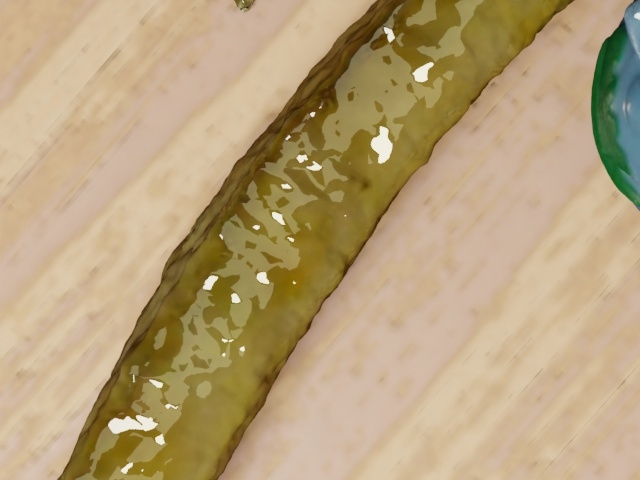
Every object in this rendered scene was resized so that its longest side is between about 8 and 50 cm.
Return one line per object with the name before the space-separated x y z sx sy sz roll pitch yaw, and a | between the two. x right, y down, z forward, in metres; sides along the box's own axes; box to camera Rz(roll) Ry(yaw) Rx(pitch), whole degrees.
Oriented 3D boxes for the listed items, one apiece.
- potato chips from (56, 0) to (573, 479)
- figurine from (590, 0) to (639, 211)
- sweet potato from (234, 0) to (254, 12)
potato chips | 0.000 0.000 0.486 0.080 0.057 0.407 35 92 1
figurine | 0.177 -0.034 0.447 0.178 0.114 0.144 -17 87 -2
sweet potato | -0.065 -0.150 0.514 0.153 0.038 0.041 46 115 -1
